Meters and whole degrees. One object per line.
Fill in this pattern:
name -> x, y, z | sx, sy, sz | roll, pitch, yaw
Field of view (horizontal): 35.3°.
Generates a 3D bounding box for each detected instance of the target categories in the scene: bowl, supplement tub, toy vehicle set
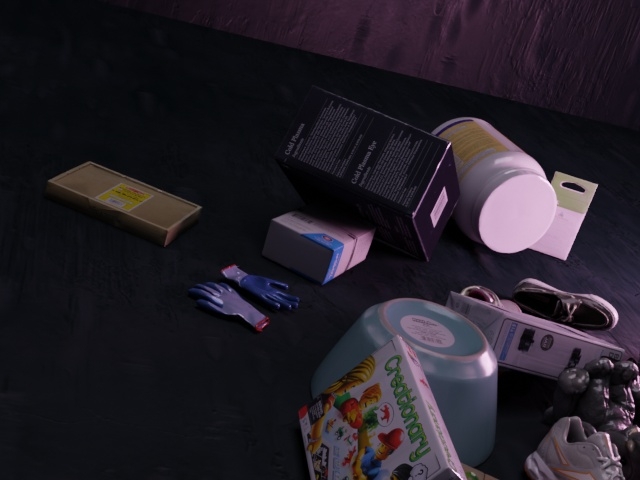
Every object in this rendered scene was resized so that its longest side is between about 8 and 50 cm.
bowl -> 0.155, 0.204, 1.583 | 0.311, 0.163, 0.311 | 16, 23, -7
supplement tub -> 0.398, -0.136, 2.432 | 0.241, 0.241, 0.331 | 7, 25, -24
toy vehicle set -> -0.387, -0.076, 1.988 | 0.266, 0.035, 0.166 | 22, 23, 10

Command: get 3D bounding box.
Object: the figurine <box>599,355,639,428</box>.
figurine -> 0.597, 0.287, 1.721 | 0.214, 0.092, 0.209 | 6, 47, -29

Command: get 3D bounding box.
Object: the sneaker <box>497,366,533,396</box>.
sneaker -> 0.289, 0.232, 1.769 | 0.161, 0.057, 0.075 | 14, 5, -8

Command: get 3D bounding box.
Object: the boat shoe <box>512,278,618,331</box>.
boat shoe -> 0.507, 0.144, 2.096 | 0.219, 0.078, 0.070 | 17, 21, 19

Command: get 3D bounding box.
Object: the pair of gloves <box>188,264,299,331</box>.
pair of gloves -> -0.133, 0.100, 1.791 | 0.159, 0.023, 0.198 | 28, 26, 19

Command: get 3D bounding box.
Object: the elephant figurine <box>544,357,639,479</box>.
elephant figurine -> 0.453, 0.319, 1.570 | 0.169, 0.186, 0.239 | -15, 52, 8

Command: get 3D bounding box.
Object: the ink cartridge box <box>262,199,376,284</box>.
ink cartridge box -> 0.000, 0.000, 2.031 | 0.148, 0.086, 0.203 | 26, 23, 20

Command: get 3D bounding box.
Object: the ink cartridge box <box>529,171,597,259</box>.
ink cartridge box -> 0.583, -0.068, 2.450 | 0.109, 0.209, 0.062 | 19, 23, 3

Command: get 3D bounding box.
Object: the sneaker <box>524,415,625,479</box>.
sneaker -> 0.401, 0.347, 1.447 | 0.099, 0.121, 0.262 | 16, 15, -34

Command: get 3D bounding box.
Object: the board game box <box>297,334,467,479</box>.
board game box -> 0.073, 0.274, 1.335 | 0.053, 0.193, 0.305 | 46, 12, -24

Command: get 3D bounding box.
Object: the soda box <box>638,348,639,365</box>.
soda box -> 0.717, 0.182, 1.919 | 0.091, 0.098, 0.286 | 15, -20, -6

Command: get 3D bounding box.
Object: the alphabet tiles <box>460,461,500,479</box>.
alphabet tiles -> 0.262, 0.415, 1.341 | 0.342, 0.011, 0.285 | 24, 23, 4

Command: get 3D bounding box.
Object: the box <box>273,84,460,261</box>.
box -> 0.110, -0.133, 2.104 | 0.312, 0.179, 0.343 | 24, -10, 16

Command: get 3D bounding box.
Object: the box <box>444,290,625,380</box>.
box -> 0.371, 0.181, 1.774 | 0.289, 0.087, 0.169 | 17, 3, -29

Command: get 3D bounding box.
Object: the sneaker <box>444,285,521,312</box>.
sneaker -> 0.312, 0.142, 1.901 | 0.103, 0.111, 0.252 | 32, 26, 31
